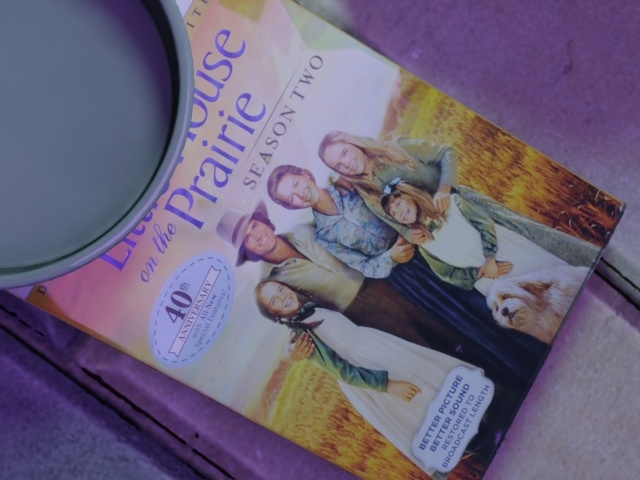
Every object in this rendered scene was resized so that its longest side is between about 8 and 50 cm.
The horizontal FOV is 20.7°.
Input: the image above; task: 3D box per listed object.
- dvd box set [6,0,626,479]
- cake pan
[{"bbox_3d":[0.000,0.000,1.387,0.420,0.062,0.307,30,86,-16],"label":"dvd box set"},{"bbox_3d":[-0.236,-0.108,1.274,0.293,0.054,0.293,0,85,1],"label":"cake pan"}]
